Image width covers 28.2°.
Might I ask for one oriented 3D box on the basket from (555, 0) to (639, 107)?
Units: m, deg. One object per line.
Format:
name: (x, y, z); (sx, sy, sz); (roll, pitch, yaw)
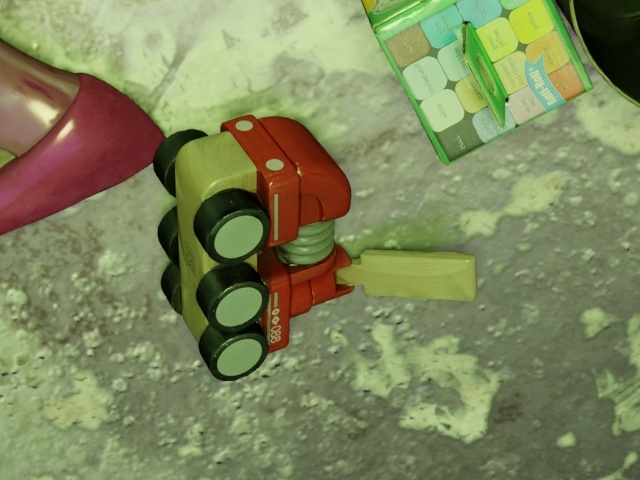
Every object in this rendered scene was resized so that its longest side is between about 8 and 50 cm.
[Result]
basket: (0.249, -0.210, 0.975); (0.204, 0.227, 0.154); (32, 110, -21)

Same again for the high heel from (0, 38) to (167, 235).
high heel: (-0.297, 0.011, 1.090); (0.181, 0.127, 0.377); (29, 116, -28)

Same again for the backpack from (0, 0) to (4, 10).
backpack: (-0.291, -0.294, 0.869); (0.355, 0.273, 0.290); (-32, 118, 34)

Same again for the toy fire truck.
toy fire truck: (0.000, 0.000, 1.111); (0.246, 0.158, 0.217); (-18, 135, -22)

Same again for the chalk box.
chalk box: (0.117, -0.160, 0.992); (0.132, 0.213, 0.132); (-27, 118, 8)
